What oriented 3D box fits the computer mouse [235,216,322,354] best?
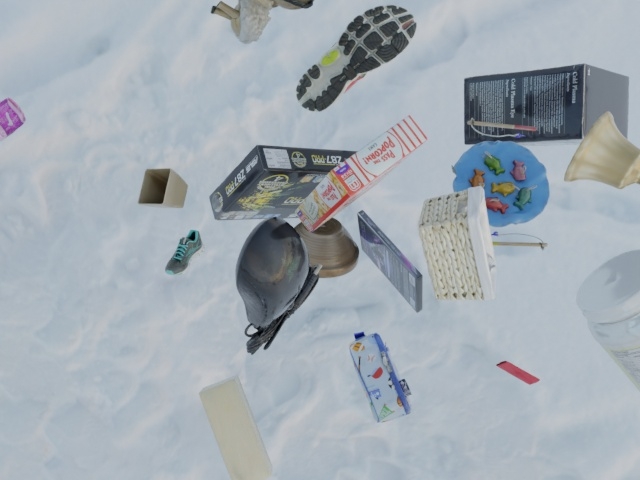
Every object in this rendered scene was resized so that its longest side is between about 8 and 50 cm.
[{"bbox_3d":[-0.055,0.065,1.018,0.072,0.272,0.188,28,67,19],"label":"computer mouse"}]

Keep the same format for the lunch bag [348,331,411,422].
[{"bbox_3d":[0.159,0.361,1.838,0.114,0.303,0.243,-21,79,0],"label":"lunch bag"}]

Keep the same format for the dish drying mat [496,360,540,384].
[{"bbox_3d":[0.382,0.255,1.311,0.083,0.032,0.008,30,57,-12],"label":"dish drying mat"}]

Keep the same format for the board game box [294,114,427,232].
[{"bbox_3d":[0.052,-0.091,0.972,0.146,0.193,0.045,-37,89,-21],"label":"board game box"}]

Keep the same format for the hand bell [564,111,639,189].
[{"bbox_3d":[0.512,-0.084,1.031,0.242,0.126,0.126,36,60,23],"label":"hand bell"}]

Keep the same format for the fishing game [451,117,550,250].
[{"bbox_3d":[0.339,-0.113,1.268,0.189,0.041,0.264,6,69,1],"label":"fishing game"}]

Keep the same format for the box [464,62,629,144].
[{"bbox_3d":[0.592,-0.339,1.767,0.343,0.312,0.179,-8,98,-48],"label":"box"}]

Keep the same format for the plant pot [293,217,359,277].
[{"bbox_3d":[0.000,0.000,1.976,0.237,0.110,0.237,4,31,-3],"label":"plant pot"}]

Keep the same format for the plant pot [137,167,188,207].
[{"bbox_3d":[-0.450,-0.142,1.972,0.109,0.096,0.109,3,76,34],"label":"plant pot"}]

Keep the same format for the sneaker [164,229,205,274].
[{"bbox_3d":[-0.370,0.029,1.821,0.064,0.076,0.166,9,35,15],"label":"sneaker"}]

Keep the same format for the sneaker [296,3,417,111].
[{"bbox_3d":[0.064,-0.366,1.348,0.279,0.118,0.107,-34,99,14],"label":"sneaker"}]

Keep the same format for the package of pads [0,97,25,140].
[{"bbox_3d":[-0.335,-0.105,0.665,0.032,0.083,0.050,57,23,-24],"label":"package of pads"}]

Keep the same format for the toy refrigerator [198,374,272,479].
[{"bbox_3d":[-0.222,0.503,1.790,0.102,0.094,0.270,-22,88,-2],"label":"toy refrigerator"}]

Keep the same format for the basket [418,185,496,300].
[{"bbox_3d":[0.233,0.009,1.143,0.103,0.167,0.113,-6,30,20],"label":"basket"}]

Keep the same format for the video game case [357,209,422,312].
[{"bbox_3d":[0.197,0.060,1.925,0.026,0.196,0.274,-31,58,-12],"label":"video game case"}]

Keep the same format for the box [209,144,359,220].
[{"bbox_3d":[-0.099,-0.172,2.089,0.394,0.318,0.097,-3,69,-39],"label":"box"}]

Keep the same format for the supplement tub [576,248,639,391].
[{"bbox_3d":[0.751,0.202,1.507,0.325,0.235,0.235,48,61,-11],"label":"supplement tub"}]

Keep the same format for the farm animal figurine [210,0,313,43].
[{"bbox_3d":[-0.026,-0.507,1.093,0.172,0.330,0.327,19,73,-22],"label":"farm animal figurine"}]
